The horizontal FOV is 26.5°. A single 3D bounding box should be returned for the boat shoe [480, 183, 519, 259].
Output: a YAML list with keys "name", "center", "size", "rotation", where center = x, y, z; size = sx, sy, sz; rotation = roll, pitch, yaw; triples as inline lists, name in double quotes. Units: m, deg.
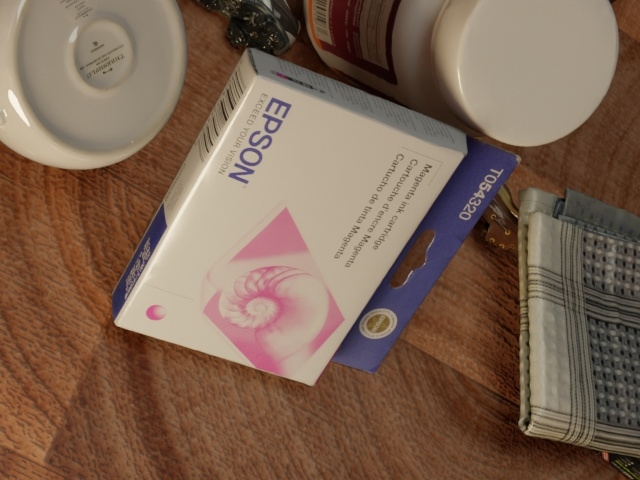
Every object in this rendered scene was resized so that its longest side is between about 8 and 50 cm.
- name: "boat shoe"
  center: [0.228, -0.016, 1.713]
  size: [0.060, 0.064, 0.178]
  rotation: [-34, 95, -5]

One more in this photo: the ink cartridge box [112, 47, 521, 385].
- name: "ink cartridge box"
  center: [0.000, 0.000, 1.398]
  size: [0.330, 0.324, 0.071]
  rotation: [19, 29, -23]

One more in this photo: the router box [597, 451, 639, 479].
- name: "router box"
  center: [0.413, 0.261, 1.702]
  size: [0.122, 0.038, 0.092]
  rotation: [39, 54, -11]

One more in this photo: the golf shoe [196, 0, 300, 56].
- name: "golf shoe"
  center: [-0.100, -0.308, 1.640]
  size: [0.198, 0.077, 0.094]
  rotation: [55, 41, -7]

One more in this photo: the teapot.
- name: "teapot"
  center: [-0.279, -0.192, 1.403]
  size: [0.256, 0.187, 0.252]
  rotation: [15, 87, -44]

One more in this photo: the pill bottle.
- name: "pill bottle"
  center: [0.149, -0.244, 1.530]
  size: [0.224, 0.392, 0.224]
  rotation: [-8, 111, -20]

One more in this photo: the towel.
- name: "towel"
  center: [0.371, 0.104, 1.675]
  size: [0.312, 0.056, 0.324]
  rotation: [15, 64, -28]
